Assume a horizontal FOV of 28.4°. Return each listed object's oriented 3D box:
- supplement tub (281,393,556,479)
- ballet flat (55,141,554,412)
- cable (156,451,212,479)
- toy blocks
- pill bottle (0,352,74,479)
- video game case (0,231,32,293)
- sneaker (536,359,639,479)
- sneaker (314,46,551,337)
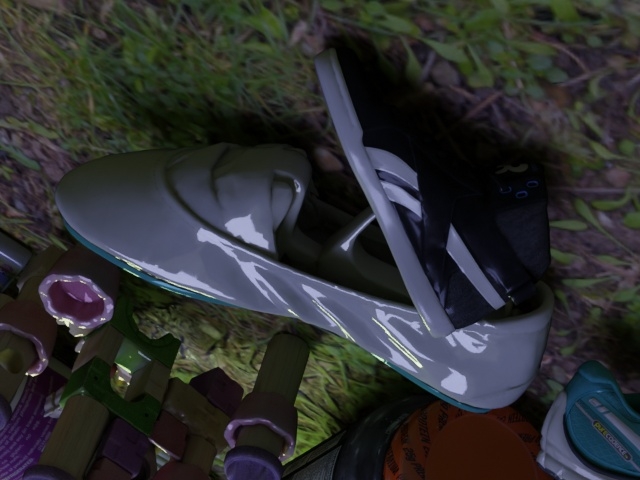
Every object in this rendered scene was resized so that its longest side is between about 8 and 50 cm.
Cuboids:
[{"bbox_3d":[0.069,0.271,1.204,0.207,0.207,0.338,33,147,-10],"label":"supplement tub"},{"bbox_3d":[0.000,0.000,0.970,0.400,0.139,0.139,24,147,-5],"label":"ballet flat"},{"bbox_3d":[-0.249,0.317,1.592,0.257,0.089,0.257,11,144,23],"label":"cable"},{"bbox_3d":[-0.212,0.177,1.161,0.288,0.260,0.309,41,131,-22],"label":"toy blocks"},{"bbox_3d":[-0.386,0.154,1.344,0.169,0.169,0.301,-5,146,38],"label":"pill bottle"},{"bbox_3d":[-0.421,-0.007,1.319,0.212,0.023,0.193,35,146,-13],"label":"video game case"},{"bbox_3d":[0.307,0.168,0.988,0.275,0.110,0.107,16,-174,-15],"label":"sneaker"},{"bbox_3d":[0.088,-0.051,0.876,0.121,0.079,0.216,-24,100,4],"label":"sneaker"}]
